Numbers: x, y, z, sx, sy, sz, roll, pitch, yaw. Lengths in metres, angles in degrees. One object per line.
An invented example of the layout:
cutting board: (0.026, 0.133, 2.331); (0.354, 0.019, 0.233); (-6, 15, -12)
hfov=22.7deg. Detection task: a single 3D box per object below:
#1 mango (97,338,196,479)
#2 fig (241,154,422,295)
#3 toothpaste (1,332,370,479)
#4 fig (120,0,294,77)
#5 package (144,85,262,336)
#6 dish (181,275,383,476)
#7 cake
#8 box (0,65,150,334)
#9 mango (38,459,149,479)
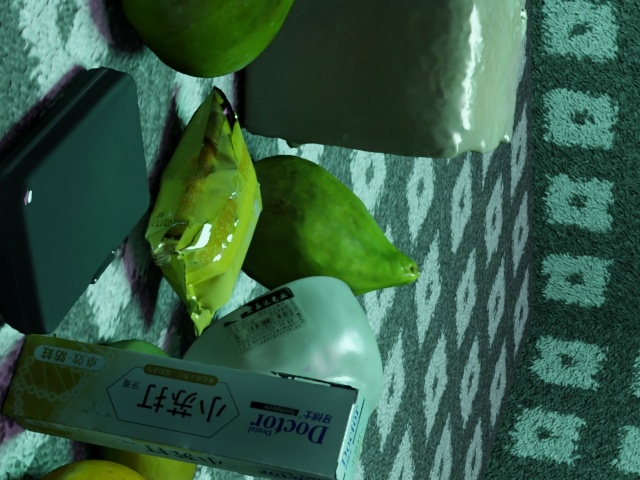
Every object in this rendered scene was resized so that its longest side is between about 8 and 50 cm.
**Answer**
mango: (-0.177, 0.181, 1.599); (0.130, 0.092, 0.195); (-64, 146, -41)
fig: (-0.013, 0.003, 1.872); (0.167, 0.233, 0.167); (-38, 169, -9)
toothpaste: (-0.116, 0.149, 1.384); (0.071, 0.312, 0.089); (64, 38, -61)
fig: (-0.098, -0.254, 1.518); (0.181, 0.191, 0.181); (51, 20, -27)
package: (-0.121, -0.028, 1.676); (0.168, 0.090, 0.226); (70, 29, -51)
dish: (-0.031, 0.171, 1.794); (0.256, 0.117, 0.256); (-23, 142, -19)
cake: (0.077, -0.225, 1.876); (0.237, 0.308, 0.230); (-30, 123, -65)
box: (-0.220, -0.040, 1.410); (0.230, 0.050, 0.160); (-60, 152, -52)
mango: (-0.205, 0.294, 1.477); (0.187, 0.138, 0.257); (-45, 140, -34)
